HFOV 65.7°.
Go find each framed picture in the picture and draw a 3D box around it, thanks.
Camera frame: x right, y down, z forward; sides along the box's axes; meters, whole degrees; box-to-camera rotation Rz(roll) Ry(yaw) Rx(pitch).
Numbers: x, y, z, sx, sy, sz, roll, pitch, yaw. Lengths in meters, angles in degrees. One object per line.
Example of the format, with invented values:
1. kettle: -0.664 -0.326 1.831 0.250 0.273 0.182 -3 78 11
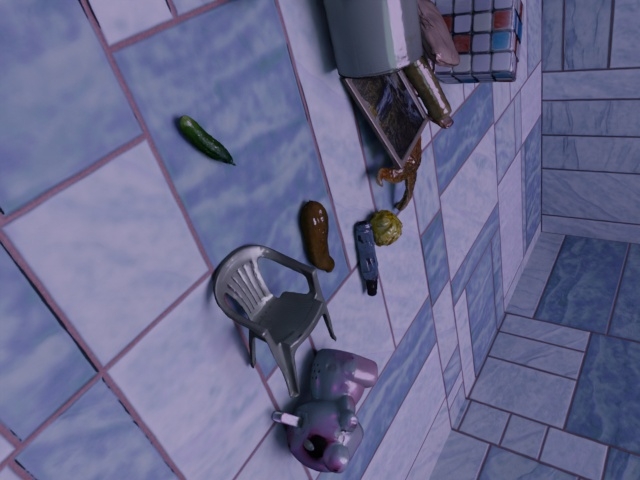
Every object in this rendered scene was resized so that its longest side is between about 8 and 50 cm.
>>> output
1. framed picture: 0.197 -0.397 1.415 0.324 0.020 0.240 52 55 -31

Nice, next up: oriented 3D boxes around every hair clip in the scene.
1. hair clip: 0.330 -0.486 1.572 0.173 0.069 0.300 -42 115 -23

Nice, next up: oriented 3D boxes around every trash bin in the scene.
1. trash bin: 0.117 -0.545 1.160 0.277 0.217 0.262 -48 135 -40

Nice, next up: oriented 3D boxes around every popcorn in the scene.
1. popcorn: 0.192 -0.036 1.509 0.116 0.120 0.106 12 128 -32

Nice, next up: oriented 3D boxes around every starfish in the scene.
1. starfish: 0.259 -0.243 1.552 0.375 0.094 0.327 -31 121 -54

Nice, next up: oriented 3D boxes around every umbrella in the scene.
1. umbrella: 0.142 0.058 1.494 0.053 0.052 0.250 -35 125 -44

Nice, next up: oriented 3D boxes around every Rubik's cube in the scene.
1. Rubik's cube: 0.527 -0.668 1.657 0.256 0.259 0.253 -20 111 -62

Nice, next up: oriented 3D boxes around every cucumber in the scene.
1. cucumber: -0.215 -0.182 0.937 0.155 0.037 0.037 41 65 -50

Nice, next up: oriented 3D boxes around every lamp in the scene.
1. lamp: 0.008 0.436 1.293 0.247 0.247 0.301 26 68 -23

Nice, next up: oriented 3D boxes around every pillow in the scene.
1. pillow: 0.332 -0.636 1.490 0.173 0.067 0.270 -8 71 -47

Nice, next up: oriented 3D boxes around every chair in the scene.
1. chair: -0.101 0.163 1.085 0.203 0.190 0.274 -48 142 -39

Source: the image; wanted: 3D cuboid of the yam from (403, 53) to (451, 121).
1. yam: 0.280 -0.517 1.457 0.371 0.083 0.083 55 53 -27

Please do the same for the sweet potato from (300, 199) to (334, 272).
1. sweet potato: -0.003 0.005 1.270 0.081 0.062 0.233 -47 137 -41
